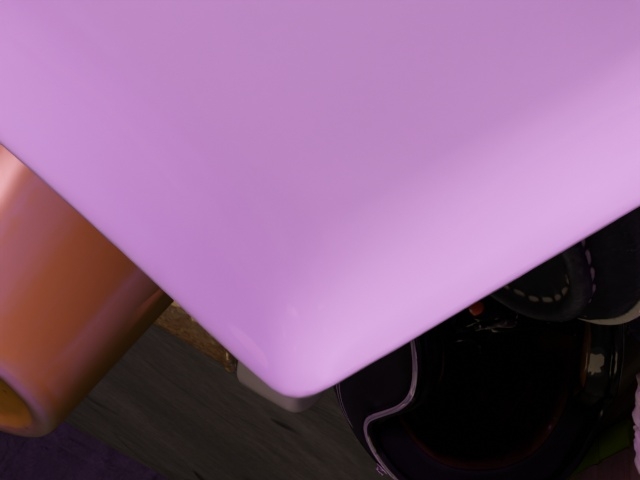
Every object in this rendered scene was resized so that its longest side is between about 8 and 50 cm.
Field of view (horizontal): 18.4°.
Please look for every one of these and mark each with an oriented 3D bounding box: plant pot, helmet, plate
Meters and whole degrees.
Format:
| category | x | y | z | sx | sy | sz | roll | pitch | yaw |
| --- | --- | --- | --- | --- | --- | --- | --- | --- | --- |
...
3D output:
| category | x | y | z | sx | sy | sz | roll | pitch | yaw |
| --- | --- | --- | --- | --- | --- | --- | --- | --- | --- |
| plant pot | -0.157 | -0.035 | 1.081 | 0.254 | 0.239 | 0.254 | 26 | 158 | 11 |
| helmet | 0.080 | 0.053 | 1.049 | 0.169 | 0.169 | 0.161 | 30 | 146 | 12 |
| plate | 0.025 | -0.095 | 0.604 | 0.278 | 0.277 | 0.045 | 44 | -157 | -39 |

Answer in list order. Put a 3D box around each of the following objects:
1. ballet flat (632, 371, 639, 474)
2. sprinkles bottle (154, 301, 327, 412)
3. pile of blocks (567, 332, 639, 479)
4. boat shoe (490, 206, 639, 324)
| category | x | y | z | sx | sy | sz | roll | pitch | yaw |
| --- | --- | --- | --- | --- | --- | --- | --- | --- | --- |
| ballet flat | 0.227 | 0.098 | 0.990 | 0.147 | 0.147 | 0.409 | 24 | 163 | 35 |
| sprinkles bottle | -0.132 | -0.014 | 1.407 | 0.355 | 0.121 | 0.121 | 30 | 166 | 15 |
| pile of blocks | 0.154 | 0.123 | 1.156 | 0.112 | 0.149 | 0.362 | 39 | -168 | -26 |
| boat shoe | -0.055 | -0.119 | 0.731 | 0.500 | 0.156 | 0.187 | 44 | 159 | -22 |
